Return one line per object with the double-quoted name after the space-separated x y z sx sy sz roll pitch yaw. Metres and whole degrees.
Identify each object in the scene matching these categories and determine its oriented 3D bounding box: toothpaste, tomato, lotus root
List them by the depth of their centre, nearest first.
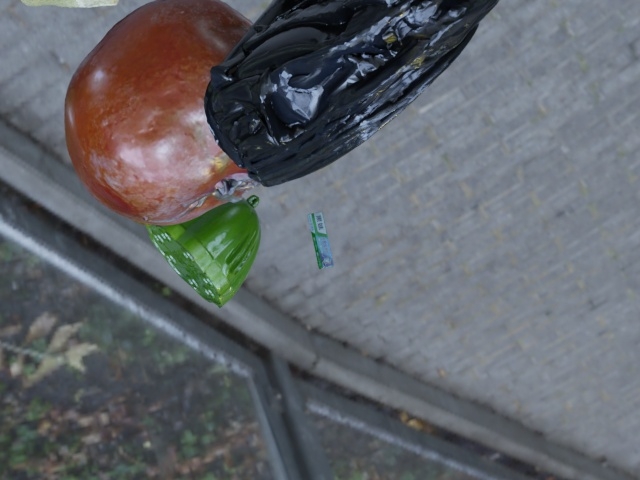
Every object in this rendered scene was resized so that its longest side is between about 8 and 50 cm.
-0.133 -0.120 1.052 0.232 0.189 0.232 -25 172 -4 "tomato"
0.000 0.000 1.692 0.020 0.083 0.017 -10 175 -21 "toothpaste"
-0.159 -0.016 1.799 0.186 0.186 0.186 -14 140 -12 "lotus root"

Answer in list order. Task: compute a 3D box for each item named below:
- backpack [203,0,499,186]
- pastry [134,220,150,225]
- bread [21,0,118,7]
0.024 -0.144 0.826 0.133 0.206 0.258 49 149 -19 "backpack"
-0.252 -0.066 1.529 0.109 0.057 0.097 31 165 -11 "pastry"
-0.322 -0.355 1.436 0.068 0.188 0.125 -16 109 -34 "bread"
